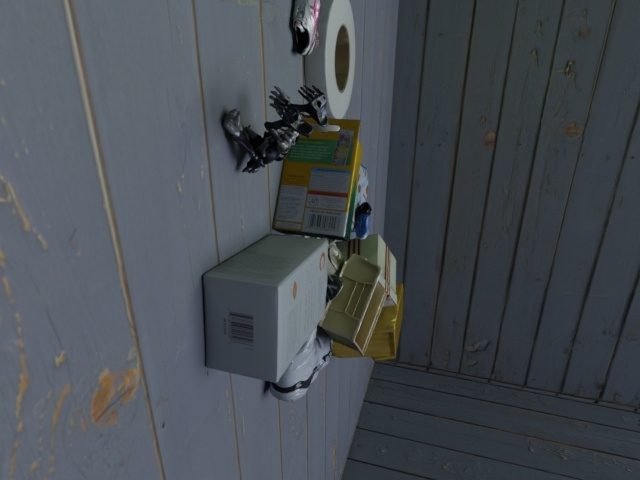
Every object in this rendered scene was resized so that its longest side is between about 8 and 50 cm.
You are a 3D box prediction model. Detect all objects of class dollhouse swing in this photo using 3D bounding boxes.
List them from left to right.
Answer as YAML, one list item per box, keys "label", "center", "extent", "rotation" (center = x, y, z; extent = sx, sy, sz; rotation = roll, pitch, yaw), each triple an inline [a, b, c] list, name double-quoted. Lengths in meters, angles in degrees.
- label: "dollhouse swing"
  center: [0.214, 0.381, 2.049]
  extent: [0.347, 0.304, 0.315]
  rotation: [73, 29, -54]

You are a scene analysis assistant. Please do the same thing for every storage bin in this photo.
- label: "storage bin"
  center: [0.120, 0.214, 1.441]
  extent: [0.260, 0.123, 0.262]
  rotation: [-65, 160, -17]

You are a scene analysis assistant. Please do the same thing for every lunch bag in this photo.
- label: "lunch bag"
  center: [0.114, -0.184, 1.809]
  extent: [0.243, 0.114, 0.303]
  rotation: [-6, 103, -72]

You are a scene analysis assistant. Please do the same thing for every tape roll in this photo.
- label: "tape roll"
  center: [0.039, -0.589, 1.428]
  extent: [0.392, 0.072, 0.392]
  rotation: [6, 90, -75]

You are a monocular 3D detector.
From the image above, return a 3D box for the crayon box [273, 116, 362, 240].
- label: "crayon box"
  center: [0.000, -0.171, 1.217]
  extent: [0.083, 0.203, 0.323]
  rotation: [30, 68, -74]

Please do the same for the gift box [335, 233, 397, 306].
- label: "gift box"
  center: [0.161, 0.144, 1.823]
  extent: [0.276, 0.255, 0.258]
  rotation: [43, 42, -42]

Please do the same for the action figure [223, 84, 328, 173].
- label: "action figure"
  center: [-0.101, -0.236, 0.906]
  extent: [0.164, 0.275, 0.141]
  rotation: [-44, 106, -29]

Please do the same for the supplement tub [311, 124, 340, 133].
- label: "supplement tub"
  center: [0.017, -0.260, 1.353]
  extent: [0.144, 0.144, 0.200]
  rotation: [-44, 138, -67]

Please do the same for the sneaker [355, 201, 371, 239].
- label: "sneaker"
  center: [0.171, -0.084, 1.758]
  extent: [0.085, 0.058, 0.152]
  rotation: [78, 24, -57]

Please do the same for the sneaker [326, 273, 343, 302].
- label: "sneaker"
  center: [-0.019, 0.156, 1.248]
  extent: [0.081, 0.208, 0.094]
  rotation: [62, 20, 11]

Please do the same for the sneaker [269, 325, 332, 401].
- label: "sneaker"
  center: [-0.047, 0.319, 1.391]
  extent: [0.366, 0.137, 0.210]
  rotation: [-44, 141, -63]

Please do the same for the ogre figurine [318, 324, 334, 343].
- label: "ogre figurine"
  center: [0.023, 0.400, 1.772]
  extent: [0.197, 0.096, 0.118]
  rotation: [-18, 127, -61]

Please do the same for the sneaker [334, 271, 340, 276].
- label: "sneaker"
  center: [-0.035, 0.108, 1.421]
  extent: [0.147, 0.145, 0.384]
  rotation: [64, 17, 12]

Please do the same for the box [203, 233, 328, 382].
- label: "box"
  center: [-0.110, 0.133, 1.025]
  extent: [0.345, 0.168, 0.215]
  rotation: [-40, 135, -67]

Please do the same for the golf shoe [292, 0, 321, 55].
- label: "golf shoe"
  center: [-0.039, -0.584, 1.150]
  extent: [0.086, 0.067, 0.186]
  rotation: [-59, 152, -54]

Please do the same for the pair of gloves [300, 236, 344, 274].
- label: "pair of gloves"
  center: [0.000, 0.000, 1.370]
  extent: [0.240, 0.042, 0.204]
  rotation: [59, 22, -6]
